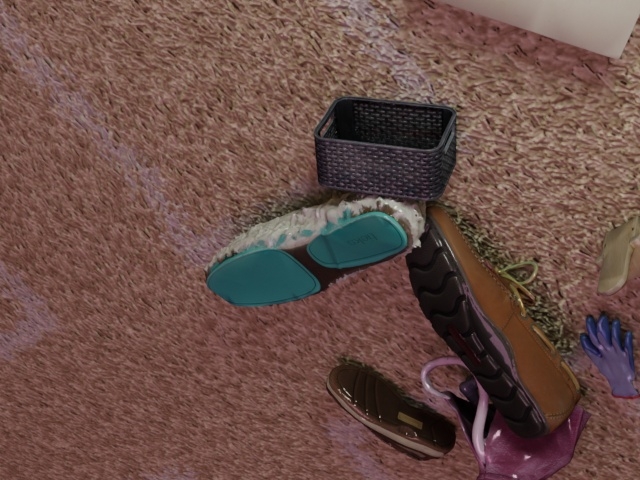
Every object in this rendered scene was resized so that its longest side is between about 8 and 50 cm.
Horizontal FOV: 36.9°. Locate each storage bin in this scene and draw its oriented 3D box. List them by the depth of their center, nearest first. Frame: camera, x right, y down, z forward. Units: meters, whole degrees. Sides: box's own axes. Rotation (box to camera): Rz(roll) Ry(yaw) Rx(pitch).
[{"bbox_3d":[0.091,-0.129,1.329,0.180,0.122,0.084,8,129,18],"label":"storage bin"}]

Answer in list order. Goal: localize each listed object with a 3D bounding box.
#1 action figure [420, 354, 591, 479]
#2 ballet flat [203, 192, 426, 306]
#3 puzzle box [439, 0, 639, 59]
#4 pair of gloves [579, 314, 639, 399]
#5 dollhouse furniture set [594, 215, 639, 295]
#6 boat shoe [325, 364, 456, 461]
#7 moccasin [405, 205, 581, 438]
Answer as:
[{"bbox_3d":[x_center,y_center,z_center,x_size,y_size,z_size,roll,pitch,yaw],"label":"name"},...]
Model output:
[{"bbox_3d":[0.292,0.386,1.485,0.276,0.370,0.248,31,151,-29],"label":"action figure"},{"bbox_3d":[0.000,0.000,1.471,0.409,0.147,0.147,-18,117,37],"label":"ballet flat"},{"bbox_3d":[0.280,-0.423,1.057,0.272,0.052,0.409,21,132,8],"label":"puzzle box"},{"bbox_3d":[0.485,0.181,1.428,0.198,0.023,0.159,-1,123,50],"label":"pair of gloves"},{"bbox_3d":[0.588,0.090,1.250,0.355,0.174,0.303,43,132,-12],"label":"dollhouse furniture set"},{"bbox_3d":[0.110,0.319,1.705,0.257,0.095,0.095,34,138,-5],"label":"boat shoe"},{"bbox_3d":[0.263,0.108,1.437,0.380,0.147,0.139,52,147,4],"label":"moccasin"}]
